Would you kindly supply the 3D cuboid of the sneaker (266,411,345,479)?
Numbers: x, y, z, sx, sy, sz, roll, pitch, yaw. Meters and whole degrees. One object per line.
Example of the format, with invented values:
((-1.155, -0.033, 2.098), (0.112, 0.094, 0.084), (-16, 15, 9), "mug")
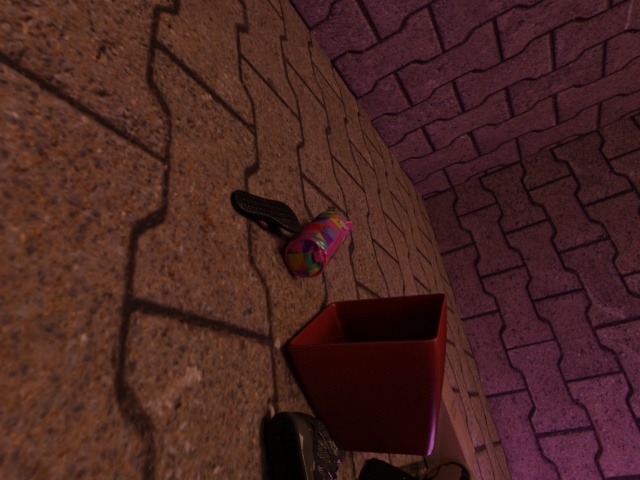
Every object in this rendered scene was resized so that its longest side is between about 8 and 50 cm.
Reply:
((-0.006, 0.376, 0.600), (0.130, 0.087, 0.227), (27, 40, -49), "sneaker")

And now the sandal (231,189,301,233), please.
((-0.113, -0.055, 0.825), (0.179, 0.040, 0.067), (20, 45, -42), "sandal")

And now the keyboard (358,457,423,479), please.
((0.136, 0.525, 0.698), (0.317, 0.202, 0.033), (-23, 130, -66), "keyboard")

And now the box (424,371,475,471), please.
((0.348, 0.525, 1.212), (0.148, 0.121, 0.310), (-9, 78, -66), "box")

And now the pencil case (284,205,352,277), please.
((0.000, 0.000, 0.932), (0.104, 0.105, 0.236), (63, 25, -12), "pencil case")

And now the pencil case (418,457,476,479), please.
((0.382, 0.765, 1.023), (0.183, 0.160, 0.410), (-75, 140, -76), "pencil case")

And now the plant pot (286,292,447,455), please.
((0.124, 0.264, 0.802), (0.267, 0.268, 0.235), (-23, 104, -68), "plant pot")
